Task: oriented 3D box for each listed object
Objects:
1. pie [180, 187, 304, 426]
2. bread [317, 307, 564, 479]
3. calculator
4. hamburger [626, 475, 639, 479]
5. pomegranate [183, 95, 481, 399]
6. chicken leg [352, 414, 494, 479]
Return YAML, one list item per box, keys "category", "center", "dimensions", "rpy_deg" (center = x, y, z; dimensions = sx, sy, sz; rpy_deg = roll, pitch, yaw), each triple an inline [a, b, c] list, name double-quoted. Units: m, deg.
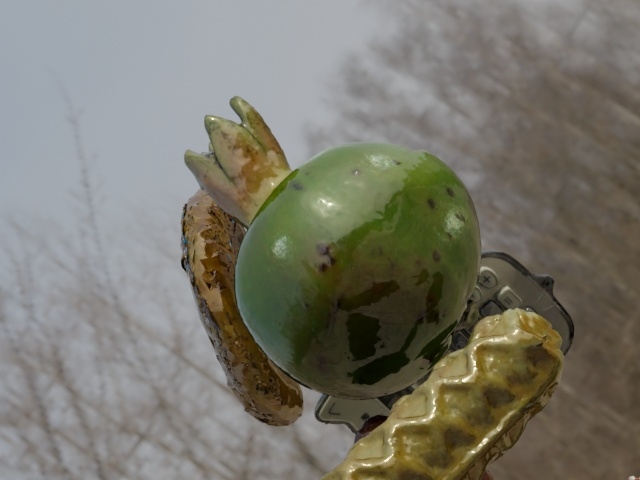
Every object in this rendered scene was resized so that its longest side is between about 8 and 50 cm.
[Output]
- category: "pie"
  center: [-0.084, 0.065, 1.679]
  dimensions: [0.069, 0.273, 0.273]
  rpy_deg: [-20, -14, -1]
- category: "bread"
  center: [0.035, 0.183, 1.156]
  dimensions: [0.367, 0.077, 0.084]
  rpy_deg: [-43, -29, -17]
- category: "calculator"
  center: [0.131, 0.124, 1.687]
  dimensions: [0.268, 0.177, 0.040]
  rpy_deg: [-40, 25, 11]
- category: "hamburger"
  center: [0.459, 0.379, 1.951]
  dimensions: [0.151, 0.295, 0.227]
  rpy_deg: [-11, -70, -35]
- category: "pomegranate"
  center: [0.000, 0.000, 1.478]
  dimensions: [0.236, 0.302, 0.236]
  rpy_deg: [-49, -13, -16]
- category: "chicken leg"
  center: [0.106, 0.300, 1.413]
  dimensions: [0.177, 0.322, 0.083]
  rpy_deg: [-32, -1, 7]
